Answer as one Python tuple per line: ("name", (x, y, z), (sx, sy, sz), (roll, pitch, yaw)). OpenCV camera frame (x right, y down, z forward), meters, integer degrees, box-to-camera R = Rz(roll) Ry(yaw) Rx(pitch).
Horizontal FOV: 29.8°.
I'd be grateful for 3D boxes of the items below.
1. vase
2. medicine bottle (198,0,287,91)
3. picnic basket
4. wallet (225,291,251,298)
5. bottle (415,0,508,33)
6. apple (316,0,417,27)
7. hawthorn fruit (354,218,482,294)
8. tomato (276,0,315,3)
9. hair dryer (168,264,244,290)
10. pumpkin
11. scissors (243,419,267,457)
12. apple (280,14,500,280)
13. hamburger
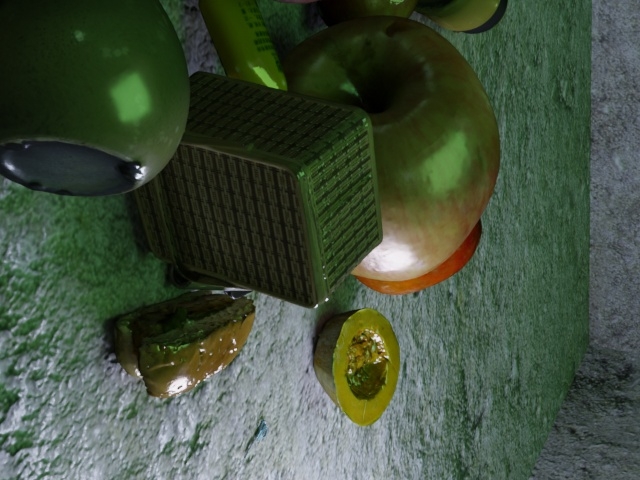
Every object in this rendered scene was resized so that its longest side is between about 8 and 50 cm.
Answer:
("vase", (-0.285, -0.224, 1.262), (0.329, 0.241, 0.302), (21, 65, -39))
("medicine bottle", (-0.083, -0.214, 1.682), (0.309, 0.076, 0.111), (68, 24, 0))
("picnic basket", (-0.099, -0.066, 1.575), (0.175, 0.313, 0.228), (-43, 138, -39))
("wallet", (-0.123, 0.012, 1.888), (0.082, 0.018, 0.157), (-23, 120, -61))
("bottle", (0.276, -0.505, 2.398), (0.351, 0.171, 0.171), (1, 98, -67))
("apple", (0.078, -0.434, 1.994), (0.199, 0.199, 0.199), (-34, 128, -58))
("hawthorn fruit", (0.156, -0.045, 2.193), (0.284, 0.284, 0.284), (-34, 128, -58))
("tomato", (-0.045, -0.440, 1.622), (0.270, 0.270, 0.227), (-58, 179, -40))
("hair dryer", (-0.136, -0.035, 1.777), (0.195, 0.053, 0.220), (3, 93, -56))
("pumpkin", (0.051, 0.228, 2.254), (0.217, 0.110, 0.217), (-12, 105, -51))
("scissors", (-0.110, 0.340, 2.042), (0.083, 0.006, 0.036), (-54, 146, -45))
("apple", (0.092, -0.132, 1.869), (0.346, 0.391, 0.391), (71, 37, -54))
("hamburger", (-0.185, 0.147, 1.673), (0.262, 0.124, 0.131), (-16, 114, -62))
